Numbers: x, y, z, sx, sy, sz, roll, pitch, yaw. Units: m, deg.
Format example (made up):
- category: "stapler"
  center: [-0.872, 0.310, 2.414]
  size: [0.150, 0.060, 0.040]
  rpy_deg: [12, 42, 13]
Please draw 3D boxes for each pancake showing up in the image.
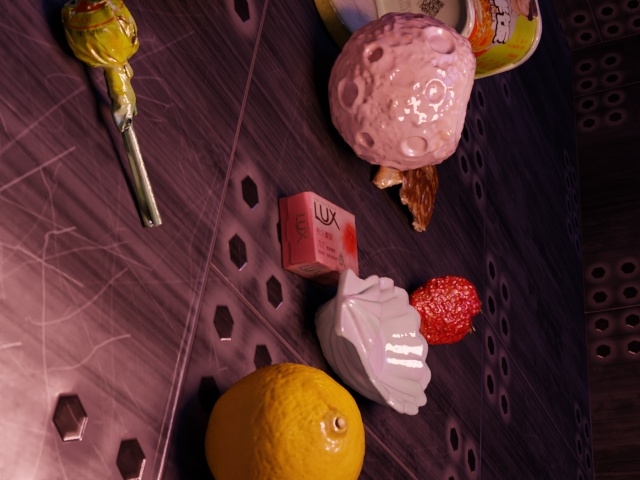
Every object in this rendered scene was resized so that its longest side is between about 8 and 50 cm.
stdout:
- category: "pancake"
  center: [0.169, -0.142, 1.841]
  size: [0.257, 0.056, 0.212]
  rpy_deg: [50, 44, -58]

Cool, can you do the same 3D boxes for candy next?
- category: "candy"
  center: [-0.211, -0.138, 1.043]
  size: [0.077, 0.073, 0.262]
  rpy_deg: [-111, -172, -71]

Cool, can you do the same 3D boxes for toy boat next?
- category: "toy boat"
  center: [0.076, 0.153, 1.464]
  size: [0.290, 0.100, 0.199]
  rpy_deg: [49, 37, -48]

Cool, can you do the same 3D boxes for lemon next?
- category: "lemon"
  center: [-0.036, 0.226, 1.090]
  size: [0.178, 0.203, 0.178]
  rpy_deg: [18, 59, -33]

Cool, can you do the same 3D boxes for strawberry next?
- category: "strawberry"
  center: [0.217, 0.128, 1.778]
  size: [0.131, 0.148, 0.131]
  rpy_deg: [179, -90, -74]

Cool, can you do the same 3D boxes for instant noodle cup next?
- category: "instant noodle cup"
  center: [0.271, -0.466, 1.977]
  size: [0.308, 0.294, 0.294]
  rpy_deg: [-14, 93, -58]

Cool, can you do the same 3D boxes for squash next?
- category: "squash"
  center: [0.037, -0.441, 1.716]
  size: [0.219, 0.041, 0.219]
  rpy_deg: [39, 42, -48]

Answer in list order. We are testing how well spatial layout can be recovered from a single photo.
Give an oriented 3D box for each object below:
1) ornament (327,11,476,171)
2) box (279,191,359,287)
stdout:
- category: "ornament"
  center: [0.128, -0.242, 1.587]
  size: [0.259, 0.225, 0.259]
  rpy_deg: [14, 90, -80]
- category: "box"
  center: [0.000, 0.000, 1.421]
  size: [0.156, 0.060, 0.111]
  rpy_deg: [25, 56, -61]
